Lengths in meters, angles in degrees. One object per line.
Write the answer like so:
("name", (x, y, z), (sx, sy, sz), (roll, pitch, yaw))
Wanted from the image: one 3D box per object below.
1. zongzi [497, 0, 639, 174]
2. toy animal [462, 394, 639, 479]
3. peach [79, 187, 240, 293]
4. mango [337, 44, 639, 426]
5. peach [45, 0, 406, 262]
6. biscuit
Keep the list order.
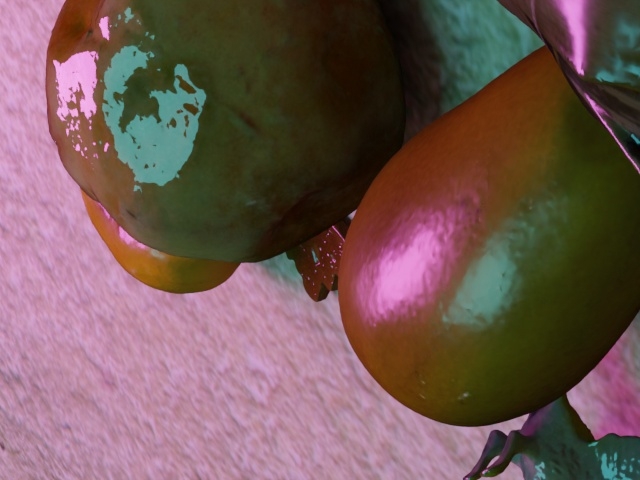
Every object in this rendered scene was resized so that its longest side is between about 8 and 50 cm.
("zongzi", (0.126, -0.202, 0.812), (0.317, 0.154, 0.289), (45, 139, 43))
("toy animal", (0.125, 0.138, 1.096), (0.095, 0.155, 0.219), (29, 164, -15))
("peach", (-0.110, -0.050, 1.380), (0.179, 0.103, 0.179), (36, 140, 37))
("mango", (0.098, 0.001, 0.995), (0.254, 0.139, 0.175), (133, 148, -57))
("peach", (-0.048, -0.107, 1.146), (0.214, 0.214, 0.235), (42, 127, 36))
("biscuit", (0.000, 0.000, 1.324), (0.092, 0.016, 0.082), (-12, 97, 61))
